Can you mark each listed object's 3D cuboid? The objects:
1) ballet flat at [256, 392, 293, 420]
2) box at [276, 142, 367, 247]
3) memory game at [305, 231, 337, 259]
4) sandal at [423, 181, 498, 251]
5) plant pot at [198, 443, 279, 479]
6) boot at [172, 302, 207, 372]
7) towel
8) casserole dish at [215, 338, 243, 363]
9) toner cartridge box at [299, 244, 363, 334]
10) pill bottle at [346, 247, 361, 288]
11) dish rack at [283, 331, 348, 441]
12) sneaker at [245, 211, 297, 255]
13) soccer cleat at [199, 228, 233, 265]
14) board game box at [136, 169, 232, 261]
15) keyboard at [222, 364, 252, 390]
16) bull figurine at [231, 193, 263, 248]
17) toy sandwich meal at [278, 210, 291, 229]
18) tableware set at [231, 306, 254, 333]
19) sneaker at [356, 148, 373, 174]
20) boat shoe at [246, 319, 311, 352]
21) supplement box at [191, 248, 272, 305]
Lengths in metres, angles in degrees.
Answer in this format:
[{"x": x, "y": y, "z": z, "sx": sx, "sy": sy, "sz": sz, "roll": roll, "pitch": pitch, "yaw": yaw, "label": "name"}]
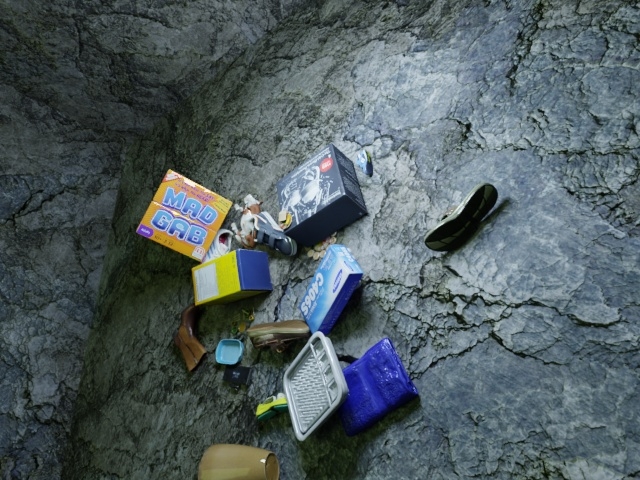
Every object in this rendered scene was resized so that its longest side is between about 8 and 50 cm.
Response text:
[{"x": -0.177, "y": 0.668, "z": 1.711, "sx": 0.231, "sy": 0.077, "sz": 0.077, "roll": -31, "pitch": 39, "yaw": 28, "label": "ballet flat"}, {"x": -0.005, "y": -0.197, "z": 1.880, "sx": 0.343, "sy": 0.179, "sz": 0.313, "roll": -32, "pitch": 51, "yaw": 25, "label": "box"}, {"x": 0.000, "y": 0.000, "z": 1.908, "sx": 0.186, "sy": 0.012, "sz": 0.186, "roll": -19, "pitch": 58, "yaw": 33, "label": "memory game"}, {"x": 0.490, "y": -0.077, "z": 1.471, "sx": 0.303, "sy": 0.120, "sz": 0.086, "roll": -46, "pitch": 20, "yaw": 12, "label": "sandal"}, {"x": -0.294, "y": 0.898, "z": 1.621, "sx": 0.254, "sy": 0.237, "sz": 0.237, "roll": -17, "pitch": 59, "yaw": 17, "label": "plant pot"}, {"x": -0.668, "y": 0.501, "z": 2.196, "sx": 0.264, "sy": 0.096, "sz": 0.280, "roll": -55, "pitch": 47, "yaw": 6, "label": "boot"}, {"x": 0.166, "y": 0.515, "z": 1.479, "sx": 0.308, "sy": 0.076, "sz": 0.228, "roll": -42, "pitch": 48, "yaw": 18, "label": "towel"}, {"x": -0.431, "y": 0.535, "z": 2.015, "sx": 0.188, "sy": 0.037, "sz": 0.114, "roll": -10, "pitch": 65, "yaw": 39, "label": "casserole dish"}, {"x": 0.033, "y": 0.200, "z": 1.654, "sx": 0.165, "sy": 0.075, "sz": 0.348, "roll": 56, "pitch": 132, "yaw": 40, "label": "toner cartridge box"}, {"x": 0.110, "y": 0.116, "z": 1.707, "sx": 0.087, "sy": 0.087, "sz": 0.160, "roll": -28, "pitch": 55, "yaw": 28, "label": "pill bottle"}, {"x": -0.016, "y": 0.534, "z": 1.541, "sx": 0.333, "sy": 0.072, "sz": 0.286, "roll": -56, "pitch": 38, "yaw": 29, "label": "dish rack"}, {"x": -0.246, "y": -0.020, "z": 2.017, "sx": 0.321, "sy": 0.127, "sz": 0.126, "roll": 40, "pitch": 133, "yaw": 37, "label": "sneaker"}, {"x": -0.567, "y": 0.087, "z": 2.282, "sx": 0.143, "sy": 0.116, "sz": 0.331, "roll": -6, "pitch": 65, "yaw": 47, "label": "soccer cleat"}, {"x": -0.740, "y": -0.142, "z": 2.297, "sx": 0.356, "sy": 0.356, "sz": 0.356, "roll": -63, "pitch": 20, "yaw": -2, "label": "board game box"}, {"x": -0.388, "y": 0.635, "z": 1.942, "sx": 0.180, "sy": 0.023, "sz": 0.108, "roll": -7, "pitch": 60, "yaw": 40, "label": "keyboard"}, {"x": -0.374, "y": -0.115, "z": 2.185, "sx": 0.101, "sy": 0.188, "sz": 0.311, "roll": -8, "pitch": 70, "yaw": 20, "label": "bull figurine"}, {"x": -0.157, "y": -0.088, "z": 1.805, "sx": 0.085, "sy": 0.029, "sz": 0.086, "roll": -21, "pitch": 56, "yaw": 34, "label": "toy sandwich meal"}, {"x": -0.380, "y": 0.392, "z": 2.047, "sx": 0.154, "sy": 0.024, "sz": 0.104, "roll": -27, "pitch": 55, "yaw": 28, "label": "tableware set"}, {"x": 0.195, "y": -0.341, "z": 1.874, "sx": 0.059, "sy": 0.053, "sz": 0.144, "roll": -27, "pitch": 46, "yaw": 29, "label": "sneaker"}, {"x": -0.172, "y": 0.420, "z": 1.808, "sx": 0.341, "sy": 0.123, "sz": 0.123, "roll": -12, "pitch": 92, "yaw": 31, "label": "boat shoe"}, {"x": -0.434, "y": 0.187, "z": 2.047, "sx": 0.356, "sy": 0.195, "sz": 0.194, "roll": -20, "pitch": 72, "yaw": 33, "label": "supplement box"}]
